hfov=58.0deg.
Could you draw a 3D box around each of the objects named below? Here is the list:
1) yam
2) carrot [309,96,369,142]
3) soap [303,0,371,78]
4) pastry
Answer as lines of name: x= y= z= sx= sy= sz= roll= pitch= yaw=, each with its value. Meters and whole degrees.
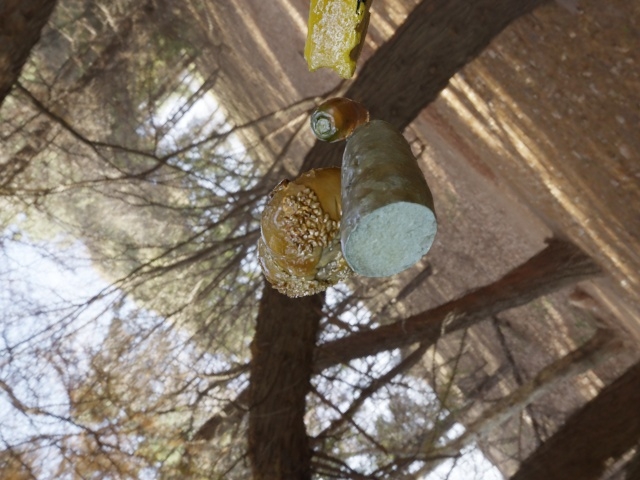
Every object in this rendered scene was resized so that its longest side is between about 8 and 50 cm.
yam: x=0.090 y=-0.081 z=0.846 sx=0.133 sy=0.133 sz=0.330 roll=41 pitch=-155 yaw=-24
carrot: x=0.045 y=-0.247 z=1.154 sx=0.087 sy=0.087 sz=0.193 roll=47 pitch=-149 yaw=3
soap: x=0.048 y=-0.458 z=1.088 sx=0.096 sy=0.204 sz=0.324 roll=12 pitch=-141 yaw=3
pastry: x=0.000 y=0.000 z=1.201 sx=0.162 sy=0.255 sz=0.310 roll=55 pitch=152 yaw=39
